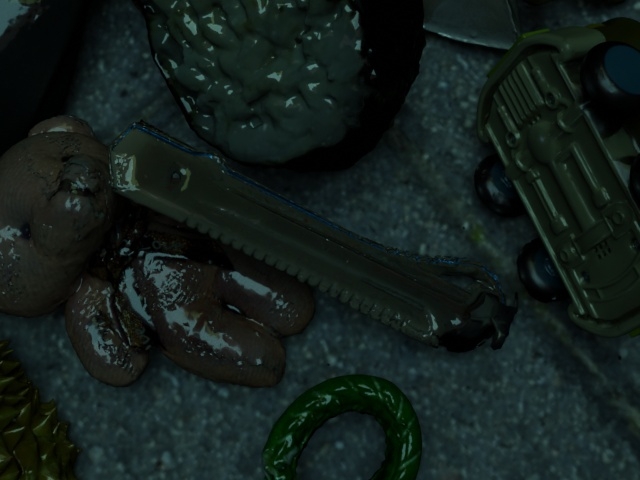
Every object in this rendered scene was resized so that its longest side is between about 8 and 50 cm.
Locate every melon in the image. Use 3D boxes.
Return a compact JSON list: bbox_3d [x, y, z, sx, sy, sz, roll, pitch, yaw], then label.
[{"bbox_3d":[0.106,-0.258,0.851,0.139,0.093,0.202,-17,71,6],"label":"melon"}]

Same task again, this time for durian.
[{"bbox_3d":[-0.281,0.180,0.754,0.132,0.165,0.182,6,41,35],"label":"durian"}]

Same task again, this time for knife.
[{"bbox_3d":[-0.003,0.003,0.760,0.365,0.043,0.089,24,56,-15],"label":"knife"}]

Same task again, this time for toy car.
[{"bbox_3d":[0.265,-0.062,0.763,0.198,0.204,0.248,-16,73,-25],"label":"toy car"}]

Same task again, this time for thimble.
[{"bbox_3d":[0.018,0.172,0.749,0.130,0.090,0.118,-16,78,-1],"label":"thimble"}]

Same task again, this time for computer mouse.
[{"bbox_3d":[-0.276,-0.209,0.826,0.137,0.086,0.270,14,90,-6],"label":"computer mouse"}]

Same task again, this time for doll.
[{"bbox_3d":[-0.149,0.011,0.766,0.303,0.156,0.201,23,65,3],"label":"doll"}]

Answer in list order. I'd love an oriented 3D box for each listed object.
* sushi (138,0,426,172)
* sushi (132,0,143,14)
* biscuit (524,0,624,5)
[{"bbox_3d":[-0.049,-0.226,0.785,0.211,0.171,0.350,-34,88,29],"label":"sushi"},{"bbox_3d":[-0.153,-0.234,0.875,0.050,0.047,0.099,-27,75,-1],"label":"sushi"},{"bbox_3d":[0.198,-0.306,0.841,0.164,0.047,0.208,-12,74,-41],"label":"biscuit"}]
